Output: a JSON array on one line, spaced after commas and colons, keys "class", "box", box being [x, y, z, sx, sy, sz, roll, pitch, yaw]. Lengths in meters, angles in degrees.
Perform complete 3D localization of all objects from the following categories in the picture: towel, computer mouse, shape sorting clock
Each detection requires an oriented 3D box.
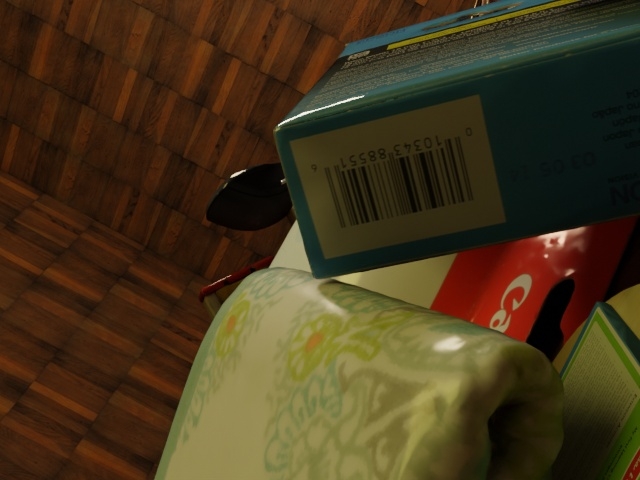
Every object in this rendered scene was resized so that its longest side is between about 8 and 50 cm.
[{"class": "towel", "box": [-0.026, 0.207, 0.460, 0.320, 0.090, 0.374, 13, 84, 65]}, {"class": "computer mouse", "box": [-0.025, -0.088, 1.092, 0.262, 0.060, 0.184, -19, -27, -54]}, {"class": "shape sorting clock", "box": [0.122, 0.116, 0.360, 0.206, 0.040, 0.206, -158, 90, -89]}]

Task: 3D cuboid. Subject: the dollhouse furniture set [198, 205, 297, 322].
[{"class": "dollhouse furniture set", "box": [0.000, 0.000, 1.119, 0.374, 0.152, 0.201, -25, -8, -15]}]

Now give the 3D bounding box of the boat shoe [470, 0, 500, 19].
[{"class": "boat shoe", "box": [0.294, -0.358, 1.574, 0.324, 0.116, 0.123, -63, 2, -25]}]

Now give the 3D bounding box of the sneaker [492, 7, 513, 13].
[{"class": "sneaker", "box": [0.251, -0.205, 0.863, 0.146, 0.122, 0.330, -37, 17, 39]}]

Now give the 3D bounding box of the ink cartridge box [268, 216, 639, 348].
[{"class": "ink cartridge box", "box": [0.047, 0.062, 0.667, 0.308, 0.091, 0.385, -60, 20, -17]}]

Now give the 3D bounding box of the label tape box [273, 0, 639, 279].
[{"class": "label tape box", "box": [0.122, -0.101, 0.599, 0.333, 0.241, 0.105, -66, -38, -67]}]
